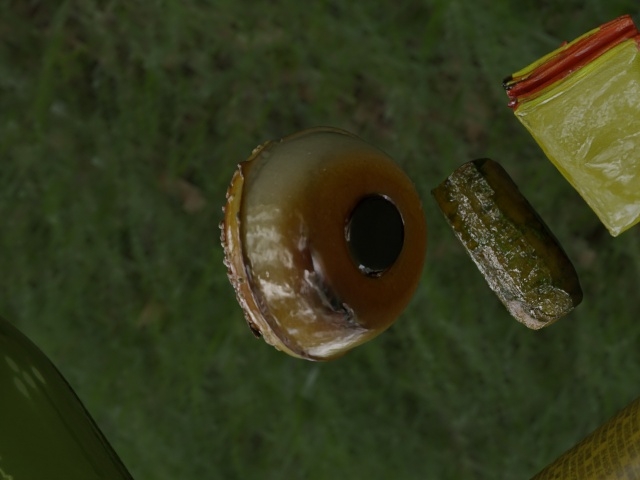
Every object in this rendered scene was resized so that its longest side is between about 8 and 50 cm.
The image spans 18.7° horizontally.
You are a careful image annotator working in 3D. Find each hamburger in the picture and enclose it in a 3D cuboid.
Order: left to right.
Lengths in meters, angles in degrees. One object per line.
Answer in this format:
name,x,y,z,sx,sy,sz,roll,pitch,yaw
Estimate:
hamburger,0.001,0.004,1.842,0.147,0.237,0.237,-3,143,45

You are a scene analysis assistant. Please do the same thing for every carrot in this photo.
carrot,0.180,0.002,1.850,0.173,0.082,0.082,58,156,1

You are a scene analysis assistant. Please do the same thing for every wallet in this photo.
wallet,0.275,-0.108,1.792,0.141,0.067,0.241,-31,139,13

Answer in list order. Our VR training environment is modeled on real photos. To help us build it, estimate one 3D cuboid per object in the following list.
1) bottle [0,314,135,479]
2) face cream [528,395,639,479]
bottle,-0.180,0.109,1.044,0.260,0.112,0.112,54,163,14
face cream,0.168,0.149,1.032,0.105,0.105,0.349,36,123,-18
